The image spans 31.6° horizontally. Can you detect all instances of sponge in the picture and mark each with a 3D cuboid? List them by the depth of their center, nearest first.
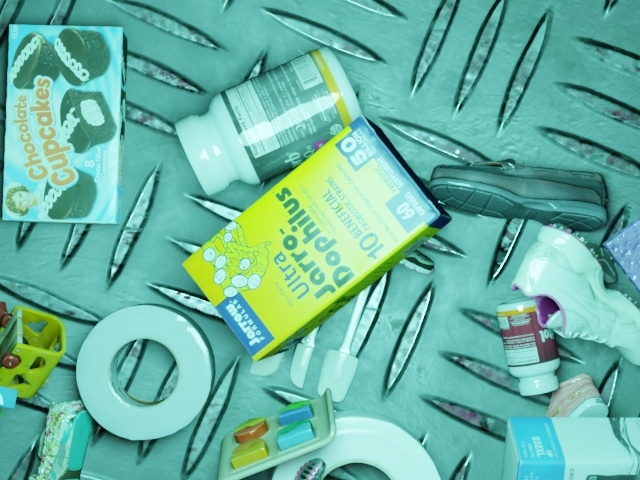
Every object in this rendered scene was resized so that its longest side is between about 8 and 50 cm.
[{"bbox_3d":[0.578,0.056,1.874,0.117,0.031,0.210,-36,90,-1],"label":"sponge"}]

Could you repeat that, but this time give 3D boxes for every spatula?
[{"bbox_3d":[-0.002,0.131,1.877,0.168,0.019,0.242,18,88,5],"label":"spatula"}]

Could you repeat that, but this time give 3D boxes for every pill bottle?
[{"bbox_3d":[-0.080,-0.186,1.809,0.278,0.162,0.162,-25,89,0],"label":"pill bottle"},{"bbox_3d":[0.342,0.171,1.843,0.086,0.086,0.152,-12,90,-1],"label":"pill bottle"}]

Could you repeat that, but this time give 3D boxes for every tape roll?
[{"bbox_3d":[0.055,0.420,1.829,0.286,0.100,0.286,0,90,-1],"label":"tape roll"},{"bbox_3d":[-0.283,0.213,1.843,0.219,0.072,0.219,0,89,0],"label":"tape roll"}]

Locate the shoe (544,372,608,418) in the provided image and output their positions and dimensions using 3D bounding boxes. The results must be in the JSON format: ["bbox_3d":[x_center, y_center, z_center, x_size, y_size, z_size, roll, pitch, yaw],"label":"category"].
[{"bbox_3d":[0.394,0.298,1.856,0.063,0.081,0.178,28,118,-25],"label":"shoe"}]

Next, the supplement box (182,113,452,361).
[{"bbox_3d":[0.000,0.000,1.750,0.356,0.195,0.194,-39,82,9],"label":"supplement box"}]

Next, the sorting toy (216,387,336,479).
[{"bbox_3d":[-0.074,0.306,1.777,0.208,0.193,0.038,-26,102,3],"label":"sorting toy"}]

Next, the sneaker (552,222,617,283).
[{"bbox_3d":[0.423,0.029,1.867,0.152,0.054,0.061,32,131,-14],"label":"sneaker"}]

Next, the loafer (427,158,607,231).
[{"bbox_3d":[0.324,-0.088,1.851,0.302,0.109,0.095,11,70,-6],"label":"loafer"}]

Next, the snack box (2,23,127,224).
[{"bbox_3d":[-0.418,-0.189,1.855,0.187,0.060,0.322,1,89,0],"label":"snack box"}]

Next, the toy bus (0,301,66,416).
[{"bbox_3d":[-0.486,0.204,1.822,0.104,0.202,0.191,20,81,-30],"label":"toy bus"}]

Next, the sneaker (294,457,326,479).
[{"bbox_3d":[-0.018,0.397,1.762,0.057,0.047,0.119,29,89,-22],"label":"sneaker"}]

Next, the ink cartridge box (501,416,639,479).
[{"bbox_3d":[0.447,0.403,1.781,0.307,0.129,0.223,0,113,-1],"label":"ink cartridge box"}]

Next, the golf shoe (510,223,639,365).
[{"bbox_3d":[0.416,0.113,1.801,0.306,0.115,0.140,46,78,-20],"label":"golf shoe"}]

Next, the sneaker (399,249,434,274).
[{"bbox_3d":[0.127,-0.013,1.855,0.170,0.063,0.075,38,95,5],"label":"sneaker"}]

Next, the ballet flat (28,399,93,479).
[{"bbox_3d":[-0.433,0.374,1.845,0.077,0.091,0.241,13,84,30],"label":"ballet flat"}]
